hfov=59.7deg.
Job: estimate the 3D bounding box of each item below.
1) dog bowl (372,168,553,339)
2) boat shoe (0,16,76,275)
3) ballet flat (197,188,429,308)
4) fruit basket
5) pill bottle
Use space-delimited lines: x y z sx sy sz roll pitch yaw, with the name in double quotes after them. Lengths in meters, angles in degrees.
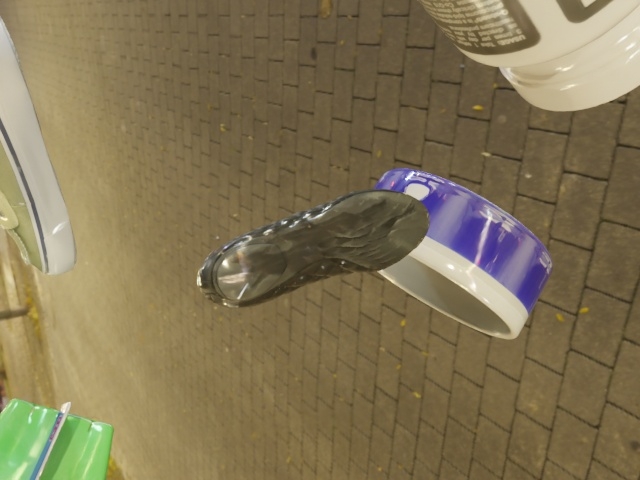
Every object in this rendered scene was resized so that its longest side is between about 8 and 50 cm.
0.168 0.020 0.758 0.265 0.265 0.104 22 76 51 "dog bowl"
-0.314 -0.073 0.544 0.109 0.094 0.302 53 151 36 "boat shoe"
0.000 0.000 0.375 0.049 0.173 0.057 7 110 62 "ballet flat"
-0.347 0.348 0.576 0.327 0.166 0.352 -43 22 61 "fruit basket"
0.155 -0.276 0.450 0.210 0.363 0.210 -27 47 33 "pill bottle"
